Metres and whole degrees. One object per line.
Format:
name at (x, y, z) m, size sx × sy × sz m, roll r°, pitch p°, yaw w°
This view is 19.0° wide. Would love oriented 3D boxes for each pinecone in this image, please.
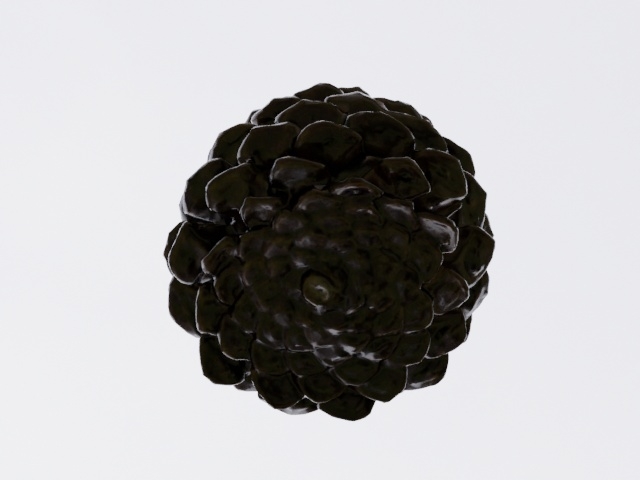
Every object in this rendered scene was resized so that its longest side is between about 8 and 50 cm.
pinecone at (0.006, -0.004, 0.950) m, size 0.163 × 0.163 × 0.165 m, roll 25°, pitch -156°, yaw -10°
